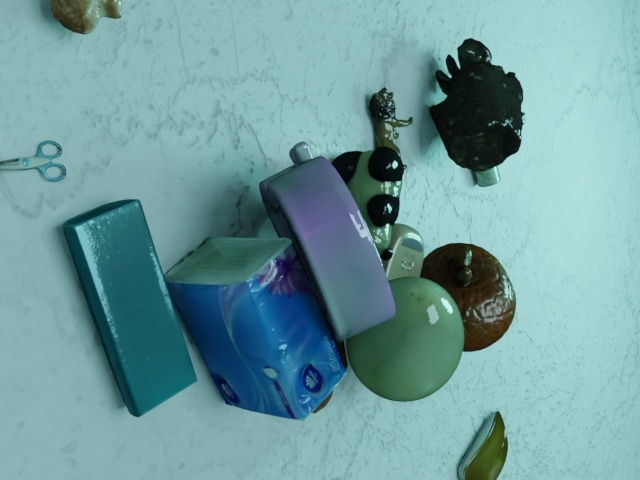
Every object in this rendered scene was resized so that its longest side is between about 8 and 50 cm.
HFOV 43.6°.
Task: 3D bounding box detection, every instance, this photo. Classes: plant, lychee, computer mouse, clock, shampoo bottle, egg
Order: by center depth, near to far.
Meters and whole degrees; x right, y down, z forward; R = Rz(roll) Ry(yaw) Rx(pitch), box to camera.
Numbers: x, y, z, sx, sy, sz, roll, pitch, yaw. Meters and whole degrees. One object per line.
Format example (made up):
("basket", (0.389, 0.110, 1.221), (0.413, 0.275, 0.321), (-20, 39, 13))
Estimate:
("clock", (0.000, 0.000, 1.319), (0.102, 0.338, 0.338), (-26, 114, -8))
("egg", (0.159, 0.177, 1.489), (0.295, 0.219, 0.218), (96, 19, -57))
("computer mouse", (0.142, 0.079, 1.675), (0.145, 0.082, 0.236), (16, 89, -48))
("lychee", (0.306, 0.126, 1.762), (0.255, 0.255, 0.300), (-65, 148, -28))
("plant", (0.362, -0.312, 1.865), (0.199, 0.188, 0.275), (19, 54, -29))
("shampoo bottle", (0.404, -0.240, 2.028), (0.065, 0.065, 0.204), (-42, 120, -43))
("computer mouse", (0.428, 0.542, 2.041), (0.245, 0.056, 0.125), (-43, 122, -44))

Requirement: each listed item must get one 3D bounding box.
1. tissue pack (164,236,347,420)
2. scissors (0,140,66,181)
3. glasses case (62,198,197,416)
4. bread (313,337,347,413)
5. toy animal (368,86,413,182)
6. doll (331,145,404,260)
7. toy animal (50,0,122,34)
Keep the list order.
("tissue pack", (-0.103, 0.138, 1.285), (0.146, 0.198, 0.263), (-45, 123, -40))
("scissors", (-0.396, -0.105, 1.079), (0.119, 0.014, 0.058), (-14, 95, -53))
("glasses case", (-0.283, 0.098, 1.176), (0.117, 0.070, 0.300), (-28, 112, -41))
("bread", (-0.007, 0.222, 1.504), (0.119, 0.067, 0.192), (-10, 95, -48))
("toy animal", (0.156, -0.220, 1.723), (0.086, 0.069, 0.219), (-17, 97, -28))
("doll", (0.098, -0.076, 1.588), (0.135, 0.144, 0.234), (24, 70, -54))
("toy animal", (-0.352, -0.382, 1.078), (0.184, 0.104, 0.185), (11, 86, -52))
